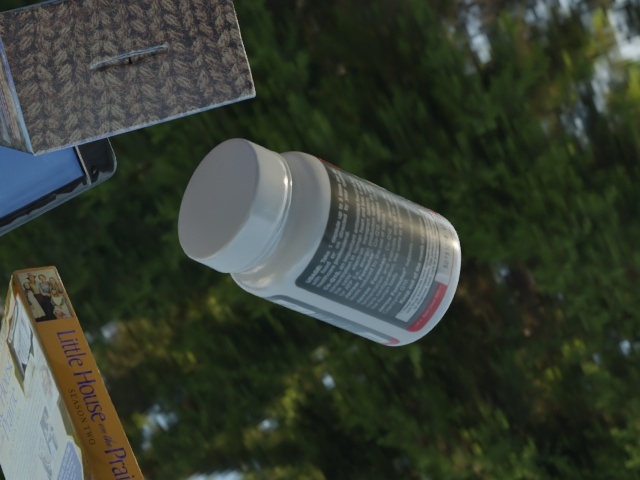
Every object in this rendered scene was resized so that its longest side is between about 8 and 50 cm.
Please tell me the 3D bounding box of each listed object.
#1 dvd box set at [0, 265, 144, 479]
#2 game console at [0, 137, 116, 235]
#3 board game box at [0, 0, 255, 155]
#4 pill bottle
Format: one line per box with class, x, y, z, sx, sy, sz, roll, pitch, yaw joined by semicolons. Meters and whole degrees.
dvd box set;-0.306;0.285;1.935;0.062;0.307;0.420;-8;-131;-28
game console;-0.376;-0.152;2.085;0.293;0.250;0.173;-32;-161;-38
board game box;-0.228;-0.190;1.673;0.232;0.141;0.291;-17;-170;-15
pill bottle;0.000;0.000;1.720;0.161;0.283;0.161;-29;-131;41
